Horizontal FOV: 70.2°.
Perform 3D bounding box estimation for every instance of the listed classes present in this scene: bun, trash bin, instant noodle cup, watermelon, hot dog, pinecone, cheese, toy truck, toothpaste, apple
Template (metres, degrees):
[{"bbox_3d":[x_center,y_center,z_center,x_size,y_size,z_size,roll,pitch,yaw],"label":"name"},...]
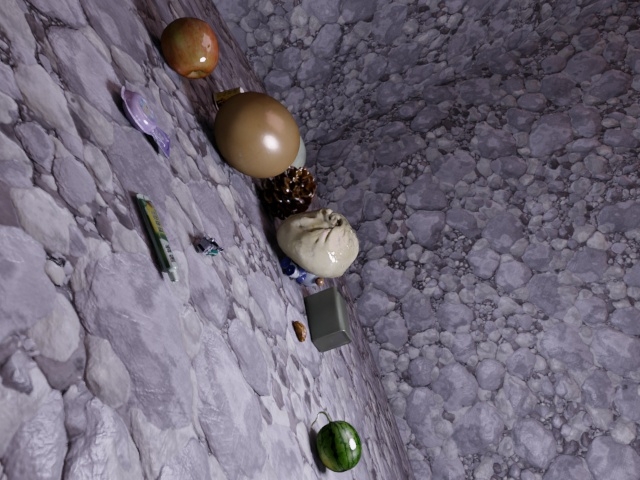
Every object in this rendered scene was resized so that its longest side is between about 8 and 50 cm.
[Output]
[{"bbox_3d":[0.000,0.000,1.899,0.362,0.234,0.326,16,35,-30],"label":"bun"},{"bbox_3d":[0.032,0.342,1.969,0.240,0.164,0.122,-99,164,-48],"label":"trash bin"},{"bbox_3d":[-0.375,-0.584,1.958,0.151,0.122,0.151,-20,90,-80],"label":"instant noodle cup"},{"bbox_3d":[0.049,0.615,1.409,0.187,0.141,0.140,67,7,23],"label":"watermelon"},{"bbox_3d":[-0.074,0.340,1.710,0.058,0.035,0.083,24,44,-83],"label":"hot dog"},{"bbox_3d":[-0.140,-0.215,2.012,0.244,0.309,0.243,18,57,-30],"label":"pinecone"},{"bbox_3d":[-0.429,-0.294,1.123,0.190,0.042,0.105,61,12,-49],"label":"cheese"},{"bbox_3d":[-0.288,0.019,1.182,0.039,0.044,0.083,47,4,13],"label":"toy truck"},{"bbox_3d":[-0.341,-0.006,0.956,0.204,0.032,0.049,66,8,9],"label":"toothpaste"},{"bbox_3d":[-0.434,-0.641,1.528,0.188,0.189,0.173,-25,103,-82],"label":"apple"}]

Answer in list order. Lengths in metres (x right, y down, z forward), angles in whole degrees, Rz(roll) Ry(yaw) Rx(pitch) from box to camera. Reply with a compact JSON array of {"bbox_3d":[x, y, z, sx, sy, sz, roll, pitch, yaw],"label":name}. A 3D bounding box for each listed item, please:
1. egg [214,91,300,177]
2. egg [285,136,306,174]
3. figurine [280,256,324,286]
[{"bbox_3d":[-0.238,-0.391,1.702,0.374,0.301,0.300,31,36,-58],"label":"egg"},{"bbox_3d":[-0.204,-0.439,2.196,0.352,0.259,0.258,65,6,-58],"label":"egg"},{"bbox_3d":[-0.074,0.138,1.976,0.194,0.133,0.274,45,14,3],"label":"figurine"}]
